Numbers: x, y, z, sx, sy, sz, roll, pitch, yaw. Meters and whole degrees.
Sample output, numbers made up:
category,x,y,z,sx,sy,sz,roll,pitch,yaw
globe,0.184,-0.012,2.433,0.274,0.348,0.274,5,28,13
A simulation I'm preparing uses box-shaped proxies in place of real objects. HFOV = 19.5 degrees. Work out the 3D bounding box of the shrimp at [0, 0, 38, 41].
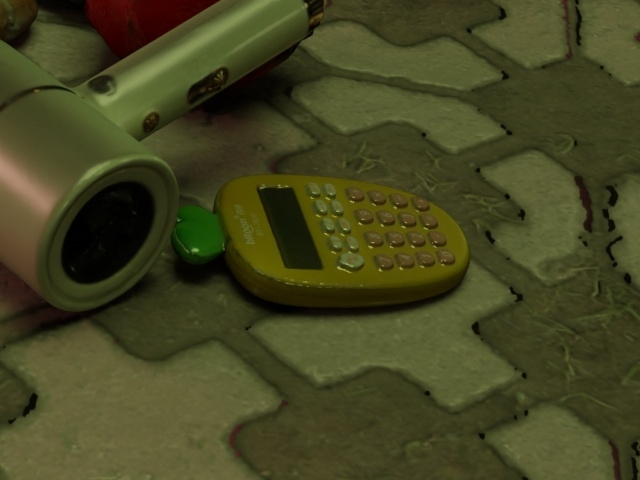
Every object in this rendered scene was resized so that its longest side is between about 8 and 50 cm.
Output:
category,x,y,z,sx,sy,sz,roll,pitch,yaw
shrimp,-0.395,-0.221,1.559,0.317,0.077,0.168,12,25,-8

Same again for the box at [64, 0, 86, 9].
category,x,y,z,sx,sy,sz,roll,pitch,yaw
box,-0.215,-0.275,1.702,0.201,0.042,0.212,28,37,21

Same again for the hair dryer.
category,x,y,z,sx,sy,sz,roll,pitch,yaw
hair dryer,-0.123,-0.112,1.373,0.362,0.128,0.203,-35,53,-27

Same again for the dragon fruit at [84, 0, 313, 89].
category,x,y,z,sx,sy,sz,roll,pitch,yaw
dragon fruit,-0.103,-0.208,1.532,0.209,0.172,0.172,24,35,-4

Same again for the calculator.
category,x,y,z,sx,sy,sz,roll,pitch,yaw
calculator,0.000,0.000,1.392,0.235,0.032,0.146,1,36,-18
